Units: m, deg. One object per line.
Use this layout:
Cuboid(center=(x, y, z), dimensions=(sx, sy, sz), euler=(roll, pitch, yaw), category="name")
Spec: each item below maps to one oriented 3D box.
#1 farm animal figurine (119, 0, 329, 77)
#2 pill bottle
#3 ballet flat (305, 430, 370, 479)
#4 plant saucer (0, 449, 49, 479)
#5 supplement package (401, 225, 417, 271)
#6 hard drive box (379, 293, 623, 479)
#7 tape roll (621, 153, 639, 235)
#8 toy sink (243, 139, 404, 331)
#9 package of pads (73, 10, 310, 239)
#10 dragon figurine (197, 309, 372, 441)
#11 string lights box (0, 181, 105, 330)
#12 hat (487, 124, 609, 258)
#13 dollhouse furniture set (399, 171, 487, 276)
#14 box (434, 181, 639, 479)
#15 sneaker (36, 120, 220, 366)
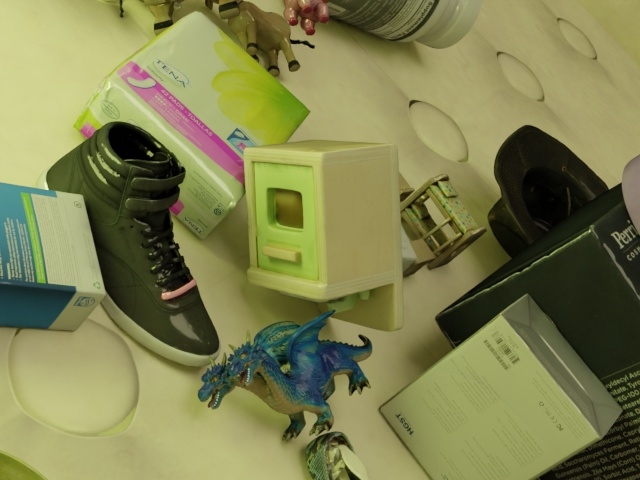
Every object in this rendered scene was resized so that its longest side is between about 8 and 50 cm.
Cuboid(center=(-0.148, -0.406, 1.467), dimensions=(0.327, 0.330, 0.172), euler=(-7, 58, -15), category="farm animal figurine")
Cuboid(center=(0.115, -0.491, 1.816), dimensions=(0.363, 0.210, 0.210), euler=(12, 47, -38), category="pill bottle")
Cuboid(center=(0.038, 0.297, 1.077), dimensions=(0.070, 0.070, 0.188), euler=(-2, 56, -46), category="ballet flat")
Cuboid(center=(-0.296, 0.276, 0.782), dimensions=(0.241, 0.037, 0.241), euler=(27, 39, -24), category="plant saucer")
Cuboid(center=(0.035, -0.021, 1.355), dimensions=(0.105, 0.105, 0.179), euler=(4, 52, -42), category="supplement package")
Cuboid(center=(0.215, 0.207, 1.198), dimensions=(0.181, 0.232, 0.089), euler=(53, 35, 9), category="hard drive box")
Cuboid(center=(0.464, -0.041, 1.196), dimensions=(0.189, 0.080, 0.189), euler=(21, 51, -29), category="tape roll")
Cuboid(center=(0.000, 0.000, 1.189), dimensions=(0.131, 0.153, 0.234), euler=(-12, 105, -39), category="toy sink")
Cuboid(center=(-0.165, -0.166, 1.302), dimensions=(0.229, 0.101, 0.296), euler=(42, 35, -7), category="package of pads")
Cuboid(center=(-0.019, 0.132, 1.132), dimensions=(0.289, 0.085, 0.144), euler=(-38, 105, -47), category="dragon figurine")
Cuboid(center=(-0.354, 0.007, 0.958), dimensions=(0.259, 0.077, 0.133), euler=(9, 48, -40), category="string lights box")
Cuboid(center=(0.382, -0.032, 1.686), dimensions=(0.331, 0.134, 0.331), euler=(20, 56, -33), category="hat")
Cuboid(center=(0.140, -0.054, 1.488), dimensions=(0.161, 0.101, 0.182), euler=(-13, 65, -54), category="dollhouse furniture set")
Cuboid(center=(0.491, 0.162, 1.361), dimensions=(0.480, 0.297, 0.472), euler=(-29, 84, -47), category="box")
Cuboid(center=(-0.187, -0.003, 1.078), dimensions=(0.296, 0.147, 0.104), euler=(52, 34, 7), category="sneaker")
